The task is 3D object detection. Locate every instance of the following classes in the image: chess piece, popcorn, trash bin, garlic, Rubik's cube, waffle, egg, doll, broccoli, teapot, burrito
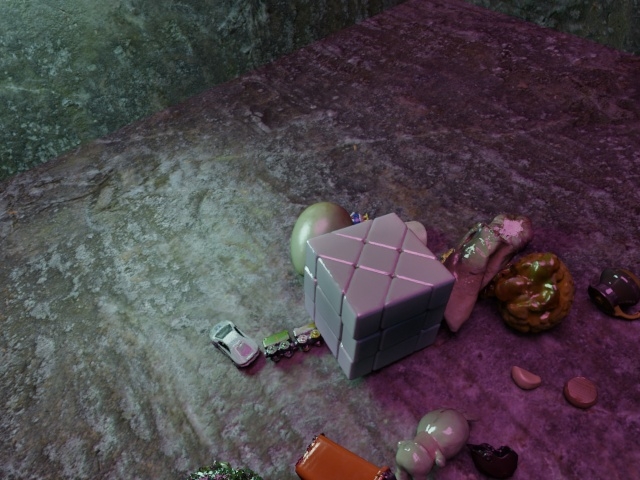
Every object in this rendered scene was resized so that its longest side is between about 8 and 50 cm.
[{"bbox_3d":[0.709,0.414,1.270,0.083,0.038,0.084,-4,49,5],"label":"chess piece"},{"bbox_3d":[0.638,0.143,1.388,0.237,0.251,0.206,-26,46,-8],"label":"popcorn"},{"bbox_3d":[0.062,0.591,1.136,0.238,0.184,0.161,22,55,34],"label":"trash bin"},{"bbox_3d":[0.579,0.392,1.315,0.083,0.041,0.053,19,40,16],"label":"garlic"},{"bbox_3d":[0.156,0.159,1.387,0.321,0.316,0.319,-19,47,-19],"label":"Rubik's cube"},{"bbox_3d":[0.522,0.100,1.589,0.237,0.059,0.243,-34,49,-16],"label":"waffle"},{"bbox_3d":[0.000,0.000,1.659,0.218,0.218,0.295,18,63,25],"label":"egg"},{"bbox_3d":[0.292,0.513,1.190,0.275,0.113,0.155,-39,18,-24],"label":"doll"},{"bbox_3d":[-0.245,0.646,1.115,0.270,0.270,0.270,-20,12,-8],"label":"broccoli"},{"bbox_3d":[0.118,-0.070,1.814,0.143,0.058,0.099,-11,47,7],"label":"doll"},{"bbox_3d":[0.667,-0.027,1.643,0.159,0.102,0.147,-22,61,5],"label":"garlic"},{"bbox_3d":[0.905,0.168,1.417,0.119,0.130,0.166,-32,81,0],"label":"teapot"},{"bbox_3d":[0.441,0.103,1.433,0.332,0.135,0.190,-55,28,8],"label":"burrito"}]

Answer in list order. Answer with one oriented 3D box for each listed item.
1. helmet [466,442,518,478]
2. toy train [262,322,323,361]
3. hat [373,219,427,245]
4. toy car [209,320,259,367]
[{"bbox_3d":[0.429,0.552,1.164,0.123,0.098,0.070,-2,78,14],"label":"helmet"},{"bbox_3d":[-0.086,0.320,1.487,0.202,0.060,0.081,-18,41,-9],"label":"toy train"},{"bbox_3d":[0.262,-0.015,1.682,0.226,0.164,0.219,-28,47,14],"label":"hat"},{"bbox_3d":[-0.284,0.331,1.517,0.205,0.056,0.095,33,62,32],"label":"toy car"}]
